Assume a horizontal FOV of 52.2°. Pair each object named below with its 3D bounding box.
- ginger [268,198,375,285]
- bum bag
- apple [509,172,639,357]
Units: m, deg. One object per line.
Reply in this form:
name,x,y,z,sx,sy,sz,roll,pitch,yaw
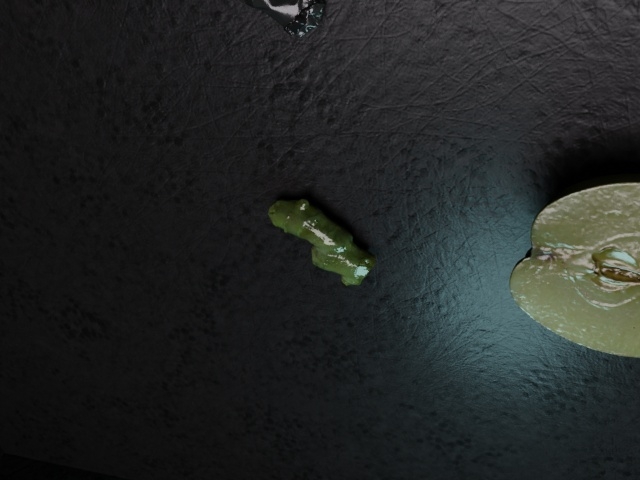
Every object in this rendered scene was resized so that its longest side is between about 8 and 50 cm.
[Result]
ginger,0.004,0.004,1.546,0.290,0.089,0.137,43,147,-20
bum bag,-0.089,-0.460,1.237,0.198,0.049,0.087,31,125,-5
apple,0.567,0.040,1.250,0.361,0.320,0.311,16,169,14
